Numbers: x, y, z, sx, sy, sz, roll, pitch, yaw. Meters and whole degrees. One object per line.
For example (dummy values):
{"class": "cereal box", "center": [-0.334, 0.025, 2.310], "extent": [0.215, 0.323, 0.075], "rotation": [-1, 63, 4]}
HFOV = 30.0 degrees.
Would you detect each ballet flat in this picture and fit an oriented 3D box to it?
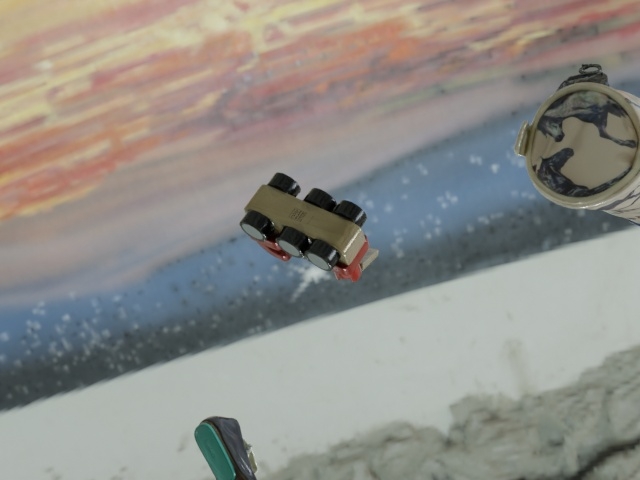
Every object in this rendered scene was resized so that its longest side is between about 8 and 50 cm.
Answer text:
{"class": "ballet flat", "center": [-0.101, 0.325, 1.579], "extent": [0.074, 0.074, 0.203], "rotation": [-22, -104, -6]}

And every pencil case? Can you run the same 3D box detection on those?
{"class": "pencil case", "center": [0.416, -0.103, 1.622], "extent": [0.184, 0.159, 0.410], "rotation": [0, 175, 33]}

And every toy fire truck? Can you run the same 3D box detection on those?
{"class": "toy fire truck", "center": [0.000, 0.000, 2.146], "extent": [0.217, 0.246, 0.158], "rotation": [23, -113, 26]}

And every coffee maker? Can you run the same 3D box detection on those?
{"class": "coffee maker", "center": [0.530, -0.226, 2.299], "extent": [0.120, 0.178, 0.171], "rotation": [7, -141, 44]}
